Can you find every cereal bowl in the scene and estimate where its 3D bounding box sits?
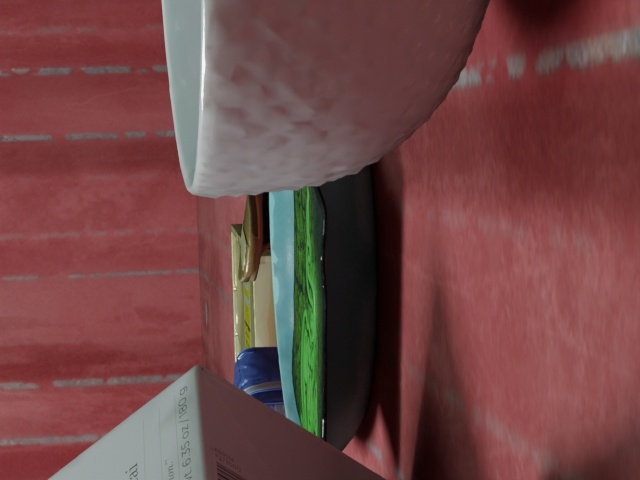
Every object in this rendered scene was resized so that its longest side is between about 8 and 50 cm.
[{"bbox_3d":[0.009,-0.188,0.777,0.339,0.141,0.339,177,90,-84],"label":"cereal bowl"}]

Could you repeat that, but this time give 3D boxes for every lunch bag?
[{"bbox_3d":[-0.035,0.137,1.579,0.098,0.067,0.065,94,171,-49],"label":"lunch bag"}]

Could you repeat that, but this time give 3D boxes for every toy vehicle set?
[{"bbox_3d":[-0.055,0.079,1.865,0.267,0.035,0.166,-134,42,-80],"label":"toy vehicle set"}]

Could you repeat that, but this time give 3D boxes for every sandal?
[{"bbox_3d":[-0.038,-0.015,1.673,0.180,0.049,0.072,-62,-22,-74],"label":"sandal"}]

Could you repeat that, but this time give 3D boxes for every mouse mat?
[{"bbox_3d":[-0.007,0.044,1.216,0.152,0.007,0.189,-110,18,-68],"label":"mouse mat"}]

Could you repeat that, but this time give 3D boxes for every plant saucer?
[{"bbox_3d":[0.000,0.000,1.343,0.317,0.044,0.317,178,90,-83],"label":"plant saucer"}]

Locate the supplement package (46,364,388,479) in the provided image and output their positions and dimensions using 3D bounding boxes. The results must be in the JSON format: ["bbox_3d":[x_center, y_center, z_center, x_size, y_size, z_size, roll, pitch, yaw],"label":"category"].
[{"bbox_3d":[-0.102,0.242,1.089,0.293,0.175,0.177,-38,37,24],"label":"supplement package"}]
